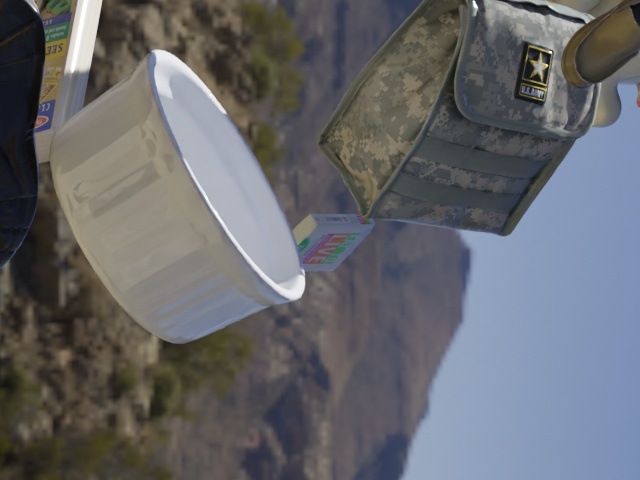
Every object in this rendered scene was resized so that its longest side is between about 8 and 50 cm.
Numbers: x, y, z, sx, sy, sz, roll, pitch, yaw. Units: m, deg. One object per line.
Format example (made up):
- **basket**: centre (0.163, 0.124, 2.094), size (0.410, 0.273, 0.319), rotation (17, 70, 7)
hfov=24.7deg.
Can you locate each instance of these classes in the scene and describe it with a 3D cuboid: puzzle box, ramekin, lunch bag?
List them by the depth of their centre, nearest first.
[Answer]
- **ramekin**: centre (-0.142, -0.034, 1.427), size (0.277, 0.135, 0.277), rotation (56, 12, -19)
- **lunch bag**: centre (0.178, -0.159, 1.680), size (0.287, 0.235, 0.169), rotation (-57, -134, 29)
- **puzzle box**: centre (-0.470, -0.185, 1.795), size (0.052, 0.409, 0.272), rotation (54, 31, -50)

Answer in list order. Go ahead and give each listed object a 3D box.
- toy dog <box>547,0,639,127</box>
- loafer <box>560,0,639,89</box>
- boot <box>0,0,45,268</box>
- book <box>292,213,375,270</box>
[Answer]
- **toy dog**: centre (0.492, -0.358, 2.271), size (0.395, 0.408, 0.284), rotation (-53, -166, 0)
- **loafer**: centre (0.302, -0.209, 1.471), size (0.056, 0.148, 0.050), rotation (49, -13, -11)
- **boot**: centre (-0.367, -0.164, 1.489), size (0.284, 0.138, 0.377), rotation (-110, -152, -44)
- **book**: centre (0.000, 0.000, 1.933), size (0.144, 0.096, 0.035), rotation (-2, 54, -56)
